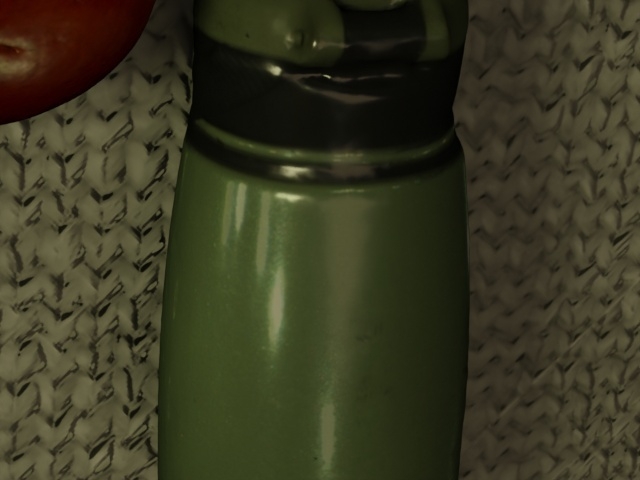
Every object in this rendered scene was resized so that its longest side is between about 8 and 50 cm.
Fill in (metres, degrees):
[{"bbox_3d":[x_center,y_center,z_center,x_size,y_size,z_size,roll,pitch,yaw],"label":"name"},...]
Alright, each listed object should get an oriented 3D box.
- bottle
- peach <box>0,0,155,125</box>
[{"bbox_3d":[-0.001,-0.001,0.882,0.169,0.168,0.346,-6,114,-21],"label":"bottle"},{"bbox_3d":[-0.182,-0.143,0.732,0.226,0.196,0.189,3,77,-27],"label":"peach"}]
